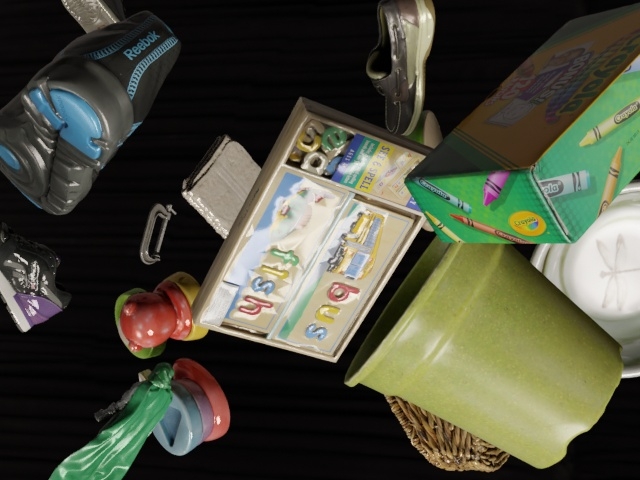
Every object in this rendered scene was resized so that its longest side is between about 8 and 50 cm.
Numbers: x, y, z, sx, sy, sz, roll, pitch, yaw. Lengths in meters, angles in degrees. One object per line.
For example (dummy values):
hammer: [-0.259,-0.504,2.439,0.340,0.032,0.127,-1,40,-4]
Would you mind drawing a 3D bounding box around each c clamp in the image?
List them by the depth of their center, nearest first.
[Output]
c clamp: [-0.367,-0.016,2.237,0.137,0.022,0.161,65,38,-67]

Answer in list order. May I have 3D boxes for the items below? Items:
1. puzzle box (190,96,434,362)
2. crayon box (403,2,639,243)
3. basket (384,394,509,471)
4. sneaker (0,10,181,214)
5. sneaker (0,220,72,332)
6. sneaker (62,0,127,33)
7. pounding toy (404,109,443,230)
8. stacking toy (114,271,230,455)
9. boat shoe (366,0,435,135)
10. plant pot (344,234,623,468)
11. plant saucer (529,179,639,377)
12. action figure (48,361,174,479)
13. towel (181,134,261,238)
puzzle box: [0.000,0.000,1.549,0.409,0.272,0.052,-61,-152,24]
crayon box: [0.228,-0.110,0.895,0.278,0.165,0.081,-43,112,-25]
basket: [0.274,0.370,2.070,0.299,0.223,0.214,0,89,-63]
sneaker: [-0.241,-0.121,0.992,0.125,0.341,0.140,48,61,-17]
sneaker: [-0.544,0.024,1.779,0.107,0.124,0.283,46,-22,51]
sneaker: [-0.363,-0.394,1.742,0.118,0.083,0.222,-83,152,-43]
pounding toy: [0.195,-0.148,2.056,0.183,0.110,0.237,-54,134,-63]
stacking toy: [-0.302,0.220,1.717,0.130,0.279,0.309,-19,101,-40]
boat shoe: [0.093,-0.223,1.249,0.224,0.073,0.080,95,-19,-50]
plant pot: [0.209,0.128,1.180,0.276,0.254,0.276,-55,178,-3]
plant saucer: [0.581,0.064,1.873,0.100,0.400,0.401,-96,179,-69]
action figure: [-0.288,0.274,1.438,0.232,0.063,0.137,-51,144,1]
towel: [-0.194,-0.095,2.311,0.187,0.049,0.282,-56,128,-22]
